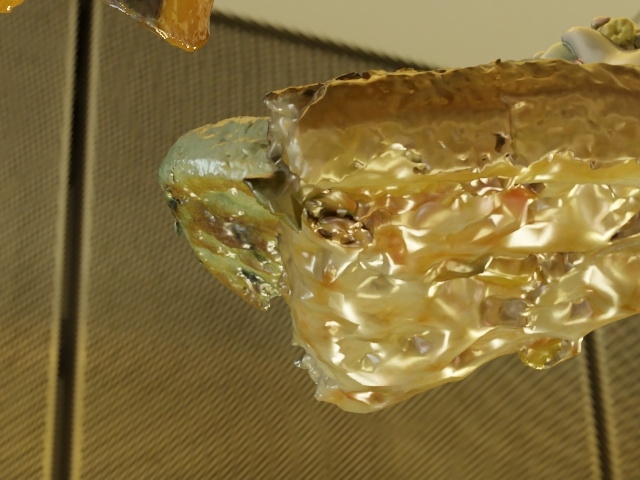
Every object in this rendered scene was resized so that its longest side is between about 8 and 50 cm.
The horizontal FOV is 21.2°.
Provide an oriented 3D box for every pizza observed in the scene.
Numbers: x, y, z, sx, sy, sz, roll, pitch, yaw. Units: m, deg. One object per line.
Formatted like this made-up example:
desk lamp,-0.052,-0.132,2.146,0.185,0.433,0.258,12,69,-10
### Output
pizza,0.119,-0.012,1.039,0.392,0.435,0.080,36,-144,-53

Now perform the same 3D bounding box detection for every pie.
pie,0.000,-0.003,1.402,0.303,0.302,0.066,27,-112,-10

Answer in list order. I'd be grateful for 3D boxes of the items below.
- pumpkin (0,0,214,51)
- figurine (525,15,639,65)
pumpkin,-0.074,-0.202,0.934,0.258,0.290,0.095,-41,-64,-22
figurine,0.256,-0.148,1.638,0.127,0.235,0.155,40,-104,-49
